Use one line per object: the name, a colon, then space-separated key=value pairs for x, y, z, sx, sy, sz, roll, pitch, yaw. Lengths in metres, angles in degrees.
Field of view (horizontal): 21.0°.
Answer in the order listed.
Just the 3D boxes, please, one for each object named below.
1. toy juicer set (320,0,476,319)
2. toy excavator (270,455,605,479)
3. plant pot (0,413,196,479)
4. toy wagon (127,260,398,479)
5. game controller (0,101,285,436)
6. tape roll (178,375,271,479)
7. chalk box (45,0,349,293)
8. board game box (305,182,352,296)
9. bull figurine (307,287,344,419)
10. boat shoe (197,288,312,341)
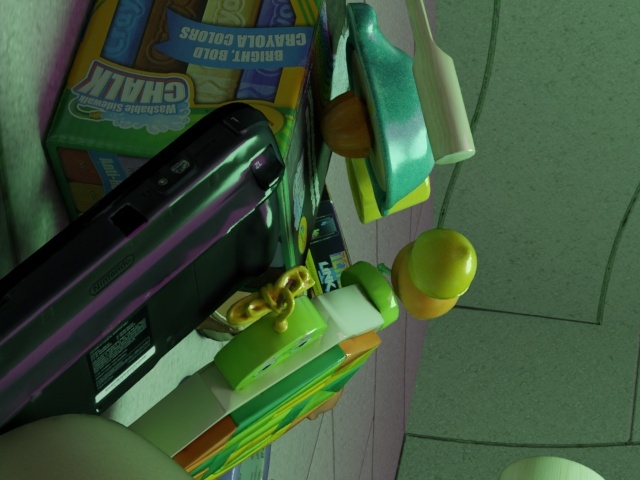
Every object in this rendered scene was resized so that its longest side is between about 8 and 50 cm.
toy juicer set: x=0.052 y=-0.061 z=1.279 sx=0.329 sy=0.089 sz=0.209 roll=86 pitch=-9 yaw=-58
toy excavator: x=0.078 y=0.384 z=1.844 sx=0.222 sy=0.445 sz=0.433 roll=-71 pitch=165 yaw=-52
plant pot: x=-0.121 y=0.268 z=1.018 sx=0.284 sy=0.191 sz=0.284 roll=-30 pitch=131 yaw=-42
toy wagon: x=-0.059 y=0.114 z=1.319 sx=0.267 sy=0.068 sz=0.344 roll=-32 pitch=171 yaw=-22
game controller: x=-0.140 y=0.046 z=1.094 sx=0.319 sy=0.067 sz=0.166 roll=-41 pitch=160 yaw=-26
tape roll: x=-0.107 y=0.234 z=1.742 sx=0.189 sy=0.080 sz=0.189 roll=7 pitch=90 yaw=-80
chalk box: x=-0.092 y=-0.075 z=1.319 sx=0.180 sy=0.179 sz=0.289 roll=85 pitch=17 yaw=-55
board game box: x=0.000 y=0.000 z=1.776 sx=0.141 sy=0.048 sz=0.170 roll=-106 pitch=179 yaw=-57
bull figurine: x=-0.026 y=0.104 z=2.065 sx=0.310 sy=0.101 sz=0.188 roll=77 pitch=21 yaw=-63
boat shoe: x=-0.072 y=0.039 z=1.682 sx=0.324 sy=0.119 sz=0.123 roll=34 pitch=63 yaw=-80
